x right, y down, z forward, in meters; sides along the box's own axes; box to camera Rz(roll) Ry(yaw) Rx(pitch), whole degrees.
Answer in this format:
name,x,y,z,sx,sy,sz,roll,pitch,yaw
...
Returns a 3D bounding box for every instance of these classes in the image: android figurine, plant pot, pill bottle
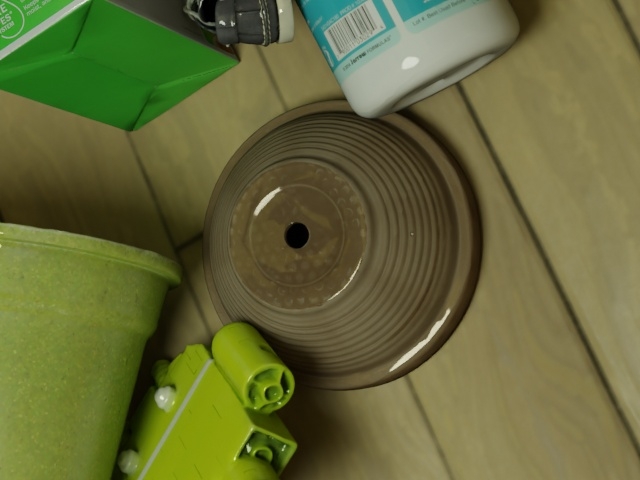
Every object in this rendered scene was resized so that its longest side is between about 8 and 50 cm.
name,x,y,z,sx,sy,sz,roll,pitch,yaw
android figurine,-0.103,0.181,1.278,0.248,0.056,0.273,-59,28,10
plant pot,0.000,0.000,1.299,0.237,0.110,0.237,-2,84,22
pill bottle,0.035,-0.238,1.264,0.146,0.146,0.264,-28,87,17
plant pot,-0.258,0.132,1.282,0.276,0.276,0.253,2,78,22

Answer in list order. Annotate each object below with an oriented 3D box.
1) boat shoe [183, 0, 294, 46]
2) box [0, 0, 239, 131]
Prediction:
name,x,y,z,sx,sy,sz,roll,pitch,yaw
boat shoe,-0.078,-0.201,1.310,0.065,0.206,0.075,-13,116,-14
box,-0.213,-0.229,1.321,0.127,0.262,0.231,-30,74,16
